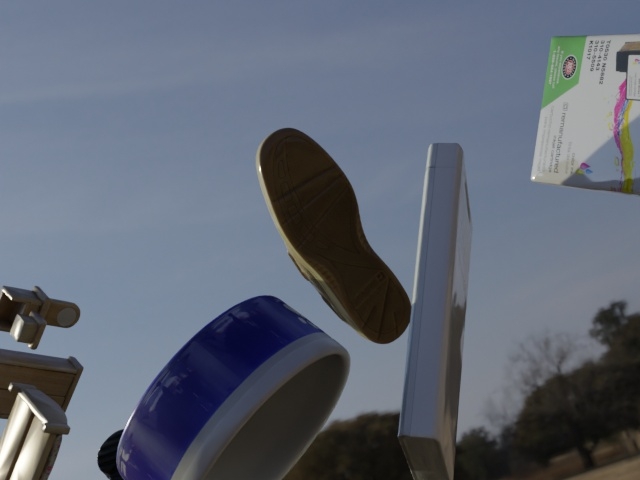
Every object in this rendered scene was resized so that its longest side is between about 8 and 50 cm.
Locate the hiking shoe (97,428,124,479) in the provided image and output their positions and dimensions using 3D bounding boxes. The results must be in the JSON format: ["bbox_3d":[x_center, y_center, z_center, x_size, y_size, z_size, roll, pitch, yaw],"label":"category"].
[{"bbox_3d":[-0.217,0.416,1.596,0.113,0.304,0.132,-40,-15,-11],"label":"hiking shoe"}]

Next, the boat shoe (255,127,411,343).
[{"bbox_3d":[0.000,0.000,1.437,0.122,0.341,0.110,-35,17,-21],"label":"boat shoe"}]

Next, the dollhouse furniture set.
[{"bbox_3d":[-0.392,0.278,1.550,0.174,0.355,0.303,16,-79,-42],"label":"dollhouse furniture set"}]

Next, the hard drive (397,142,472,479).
[{"bbox_3d":[0.142,0.095,1.217,0.047,0.353,0.233,2,-27,13],"label":"hard drive"}]

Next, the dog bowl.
[{"bbox_3d":[-0.091,0.193,1.117,0.265,0.104,0.265,-44,-22,-23],"label":"dog bowl"}]

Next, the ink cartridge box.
[{"bbox_3d":[0.418,-0.155,1.296,0.117,0.201,0.278,5,5,-35],"label":"ink cartridge box"}]
